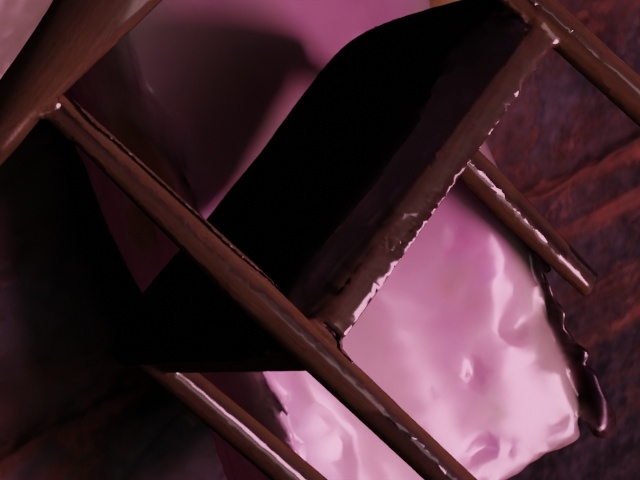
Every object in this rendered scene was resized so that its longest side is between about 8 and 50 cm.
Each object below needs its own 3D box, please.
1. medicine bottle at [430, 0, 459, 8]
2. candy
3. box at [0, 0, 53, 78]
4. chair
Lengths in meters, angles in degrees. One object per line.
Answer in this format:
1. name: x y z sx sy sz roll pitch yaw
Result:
1. medicine bottle: 0.022 -0.047 0.900 0.218 0.074 0.074 -56 133 -19
2. candy: 0.000 0.000 0.779 0.155 0.116 0.265 -25 94 -21
3. box: -0.142 -0.153 0.626 0.274 0.178 0.138 -52 132 -20
4. chair: 0.010 -0.017 0.634 0.272 0.166 0.188 43 70 -17
